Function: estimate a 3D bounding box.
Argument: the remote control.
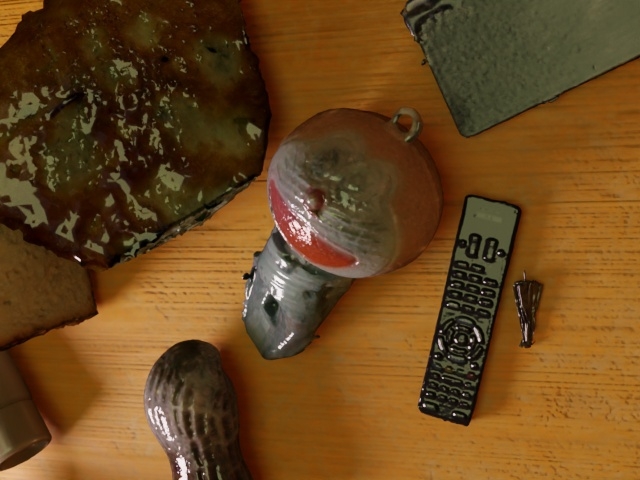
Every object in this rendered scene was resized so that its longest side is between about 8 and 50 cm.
[{"bbox_3d":[0.154,0.074,1.303,0.063,0.025,0.245,17,104,20],"label":"remote control"}]

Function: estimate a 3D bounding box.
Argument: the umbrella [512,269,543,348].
[{"bbox_3d":[0.211,0.070,1.282,0.031,0.020,0.083,-6,97,-15],"label":"umbrella"}]

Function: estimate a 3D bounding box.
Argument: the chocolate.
[{"bbox_3d":[-0.133,0.235,1.410,0.110,0.110,0.248,-15,89,25],"label":"chocolate"}]

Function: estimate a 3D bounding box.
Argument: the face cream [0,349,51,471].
[{"bbox_3d":[-0.446,0.120,1.552,0.137,0.084,0.341,-41,73,33],"label":"face cream"}]

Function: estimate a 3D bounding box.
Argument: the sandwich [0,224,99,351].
[{"bbox_3d":[-0.377,-0.025,1.388,0.099,0.271,0.301,-7,94,33],"label":"sandwich"}]

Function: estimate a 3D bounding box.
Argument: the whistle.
[{"bbox_3d":[0.000,0.000,1.292,0.189,0.189,0.348,43,122,13],"label":"whistle"}]

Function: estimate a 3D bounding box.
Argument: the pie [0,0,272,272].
[{"bbox_3d":[-0.213,-0.136,1.340,0.354,0.103,0.288,-34,87,-7],"label":"pie"}]

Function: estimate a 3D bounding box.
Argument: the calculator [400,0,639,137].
[{"bbox_3d":[0.218,-0.219,1.235,0.261,0.021,0.161,-24,88,25],"label":"calculator"}]
